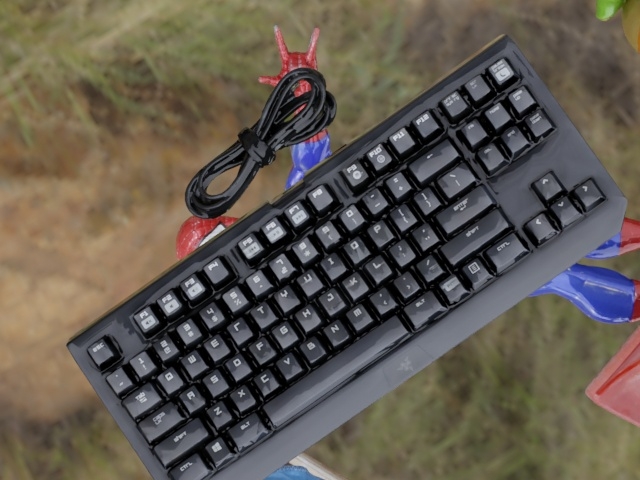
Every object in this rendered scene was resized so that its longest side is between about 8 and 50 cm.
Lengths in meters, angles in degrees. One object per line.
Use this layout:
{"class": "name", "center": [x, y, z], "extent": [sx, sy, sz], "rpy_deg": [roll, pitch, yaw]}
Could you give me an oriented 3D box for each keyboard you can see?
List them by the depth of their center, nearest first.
{"class": "keyboard", "center": [0.000, 0.000, 0.662], "extent": [0.180, 0.108, 0.023], "rpy_deg": [-35, 167, 2]}

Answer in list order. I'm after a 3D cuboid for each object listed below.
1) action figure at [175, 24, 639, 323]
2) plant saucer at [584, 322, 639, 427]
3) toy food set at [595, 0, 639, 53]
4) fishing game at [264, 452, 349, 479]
{"class": "action figure", "center": [0.069, -0.024, 0.955], "extent": [0.280, 0.091, 0.139], "rpy_deg": [-3, 134, -2]}
{"class": "plant saucer", "center": [0.260, 0.080, 0.859], "extent": [0.048, 0.259, 0.258], "rpy_deg": [-60, 175, -17]}
{"class": "toy food set", "center": [0.209, -0.139, 1.119], "extent": [0.038, 0.192, 0.132], "rpy_deg": [-48, 160, -23]}
{"class": "fishing game", "center": [0.039, 0.141, 0.796], "extent": [0.189, 0.264, 0.041], "rpy_deg": [33, 98, -20]}
